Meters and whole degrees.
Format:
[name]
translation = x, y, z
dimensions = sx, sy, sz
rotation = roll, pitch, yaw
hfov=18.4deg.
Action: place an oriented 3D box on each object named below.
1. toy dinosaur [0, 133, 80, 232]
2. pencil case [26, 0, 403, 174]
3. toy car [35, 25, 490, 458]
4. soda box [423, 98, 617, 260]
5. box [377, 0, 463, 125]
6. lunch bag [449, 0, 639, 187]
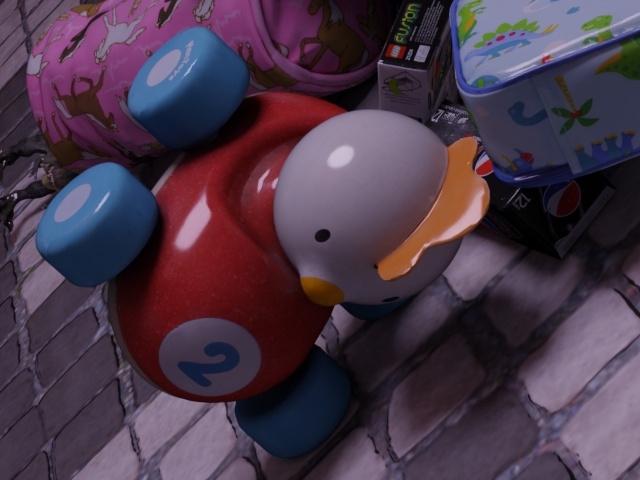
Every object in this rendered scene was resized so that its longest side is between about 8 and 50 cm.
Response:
[toy dinosaur]
translation = -0.274, -0.078, 1.954
dimensions = 0.118, 0.064, 0.268
rotation = -29, 25, 6
[pencil case]
translation = -0.102, -0.164, 1.667
dimensions = 0.167, 0.160, 0.386
rotation = -22, 3, -38
[toy car]
translation = 0.000, 0.000, 1.158
dimensions = 0.238, 0.219, 0.210
rotation = -3, 49, 54
[soda box]
translation = 0.110, -0.040, 1.228
dimensions = 0.060, 0.053, 0.169
rotation = -51, 23, -5
[box]
translation = 0.087, -0.149, 1.376
dimensions = 0.036, 0.114, 0.207
rotation = 11, 50, 14
[lunch bag]
translation = 0.185, -0.124, 1.120
dimensions = 0.219, 0.090, 0.176
rotation = -21, 29, 12
